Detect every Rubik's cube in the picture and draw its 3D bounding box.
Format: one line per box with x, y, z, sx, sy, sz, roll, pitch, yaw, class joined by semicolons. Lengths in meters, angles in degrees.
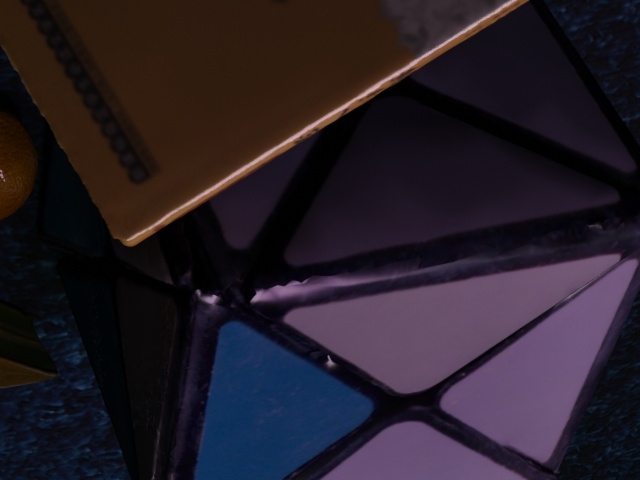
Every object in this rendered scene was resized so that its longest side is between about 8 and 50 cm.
0.000;0.000;1.275;0.310;0.307;0.305;-10;143;-22;Rubik's cube

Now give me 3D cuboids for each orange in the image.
-0.221;-0.052;1.269;0.085;0.085;0.085;-18;144;-14;orange

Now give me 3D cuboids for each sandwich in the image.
-0.261;0.083;1.409;0.074;0.074;0.116;-43;144;17;sandwich

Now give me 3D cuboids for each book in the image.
-0.011;-0.207;1.066;0.389;0.269;0.032;-33;172;4;book
